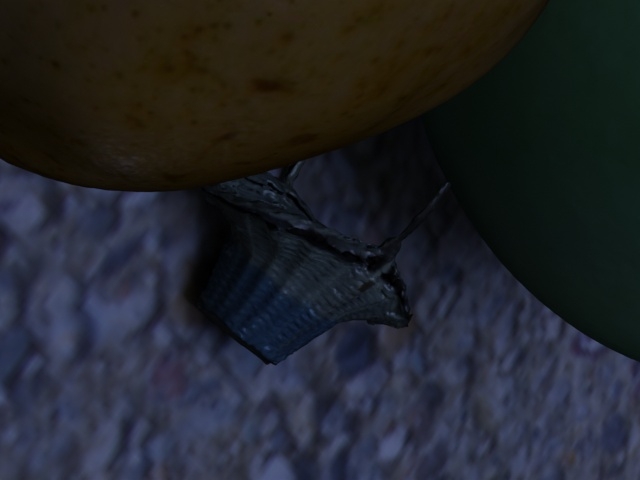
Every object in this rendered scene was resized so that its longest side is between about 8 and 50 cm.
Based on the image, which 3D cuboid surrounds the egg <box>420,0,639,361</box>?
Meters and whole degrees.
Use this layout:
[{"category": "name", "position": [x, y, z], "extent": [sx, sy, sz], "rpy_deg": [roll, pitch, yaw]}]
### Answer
[{"category": "egg", "position": [0.133, -0.090, 0.539], "extent": [0.220, 0.220, 0.270], "rpy_deg": [-8, 104, -43]}]

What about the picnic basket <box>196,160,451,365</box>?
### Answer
[{"category": "picnic basket", "position": [0.000, 0.000, 0.545], "extent": [0.083, 0.065, 0.083], "rpy_deg": [-51, 127, -1]}]

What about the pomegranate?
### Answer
[{"category": "pomegranate", "position": [-0.026, -0.112, 0.415], "extent": [0.196, 0.196, 0.196], "rpy_deg": [-13, 109, -42]}]
